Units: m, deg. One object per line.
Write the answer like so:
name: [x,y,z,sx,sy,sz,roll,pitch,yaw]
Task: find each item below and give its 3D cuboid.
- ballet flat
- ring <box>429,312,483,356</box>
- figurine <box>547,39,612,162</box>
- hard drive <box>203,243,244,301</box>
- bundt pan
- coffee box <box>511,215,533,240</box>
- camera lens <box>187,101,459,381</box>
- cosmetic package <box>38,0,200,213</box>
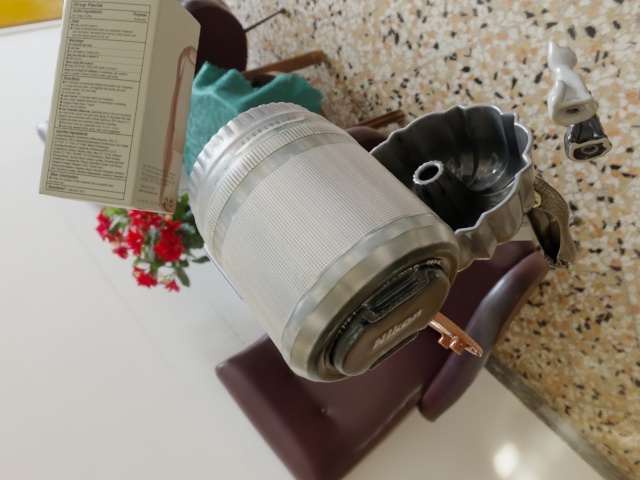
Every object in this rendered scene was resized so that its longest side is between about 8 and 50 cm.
ballet flat: [0.409,-0.025,0.935,0.250,0.058,0.084,47,172,-39]
ring: [0.126,0.100,0.885,0.336,0.032,0.336,37,176,3]
figurine: [0.562,-0.318,1.150,0.092,0.210,0.215,-17,141,33]
hard drive: [-0.094,0.086,1.211,0.210,0.318,0.040,43,110,42]
bundt pan: [0.207,-0.075,0.870,0.330,0.331,0.124,14,153,49]
coffee box: [0.313,-0.076,1.091,0.246,0.141,0.098,-1,128,11]
camera lens: [0.000,0.000,0.586,0.274,0.219,0.220,49,145,29]
cosmetic package: [-0.283,-0.196,0.745,0.153,0.129,0.297,9,91,12]
